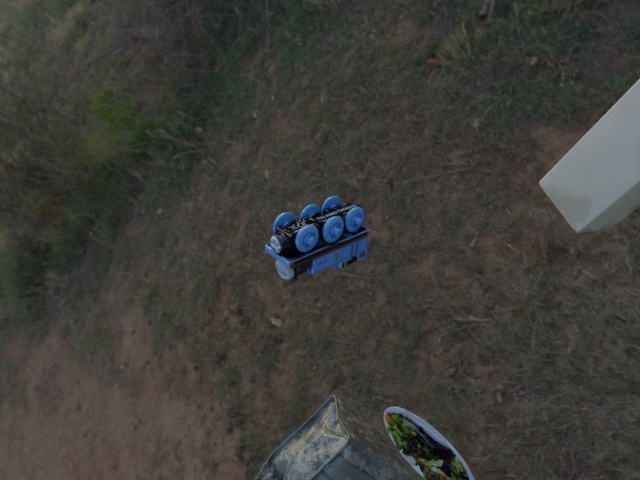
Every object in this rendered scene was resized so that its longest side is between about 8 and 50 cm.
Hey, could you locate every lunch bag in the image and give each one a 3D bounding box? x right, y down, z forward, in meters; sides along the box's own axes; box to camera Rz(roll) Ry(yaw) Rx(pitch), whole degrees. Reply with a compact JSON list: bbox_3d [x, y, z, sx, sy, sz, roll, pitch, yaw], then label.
[{"bbox_3d":[0.023,0.536,1.053,0.287,0.235,0.169,-45,24,7],"label":"lunch bag"}]

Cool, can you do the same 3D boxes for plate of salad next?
[{"bbox_3d":[0.180,0.378,0.816,0.048,0.200,0.200,-34,38,-29],"label":"plate of salad"}]

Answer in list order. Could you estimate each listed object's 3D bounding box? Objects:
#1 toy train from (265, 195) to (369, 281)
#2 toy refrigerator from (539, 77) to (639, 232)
[{"bbox_3d":[0.000,0.000,0.732,0.080,0.184,0.105,30,130,40],"label":"toy train"},{"bbox_3d":[0.437,-0.133,0.623,0.102,0.094,0.269,67,148,31],"label":"toy refrigerator"}]
